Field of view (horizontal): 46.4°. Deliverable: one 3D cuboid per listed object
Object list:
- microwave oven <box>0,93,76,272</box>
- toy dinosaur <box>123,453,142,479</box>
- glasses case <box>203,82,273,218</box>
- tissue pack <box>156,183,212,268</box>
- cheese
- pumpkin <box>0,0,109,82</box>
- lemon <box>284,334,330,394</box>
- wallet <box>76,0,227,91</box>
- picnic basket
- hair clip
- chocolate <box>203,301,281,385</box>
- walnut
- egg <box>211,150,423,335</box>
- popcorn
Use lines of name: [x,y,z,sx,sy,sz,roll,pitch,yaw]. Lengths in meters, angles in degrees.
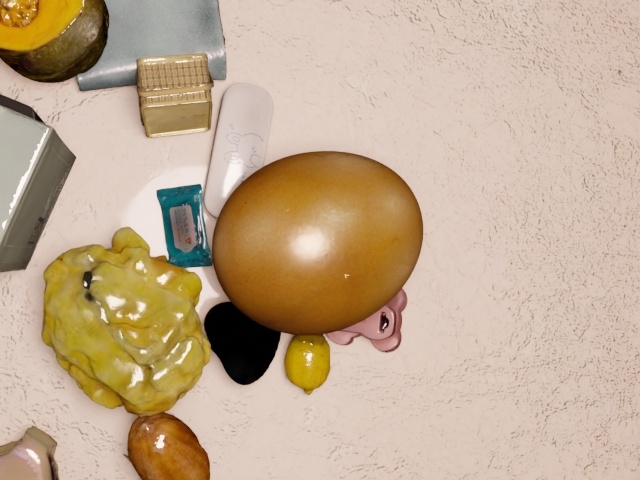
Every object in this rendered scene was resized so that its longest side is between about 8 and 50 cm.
microwave oven: [-0.485,-0.081,1.056,0.181,0.295,0.238,22,84,-11]
toy dinosaur: [-0.288,0.392,1.227,0.113,0.026,0.041,39,74,-18]
glasses case: [-0.138,-0.148,1.255,0.092,0.059,0.234,12,86,-10]
tissue pack: [-0.226,-0.022,1.242,0.085,0.028,0.138,-7,93,15]
cheese: [-0.547,0.374,1.143,0.286,0.082,0.163,-2,88,-12]
pumpkin: [-0.450,-0.401,1.128,0.222,0.139,0.317,-44,84,-1]
lemon: [-0.022,0.207,1.264,0.082,0.082,0.111,6,94,-13]
wallet: [-0.292,-0.397,1.228,0.251,0.054,0.291,-9,91,-11]
picnic basket: [-0.231,-0.227,1.185,0.115,0.164,0.080,-8,82,-13]
hair clip: [0.078,0.136,1.315,0.138,0.102,0.123,1,87,20]
chocolate: [-0.134,0.150,1.239,0.125,0.080,0.149,-37,109,-20]
walnut: [-0.235,0.349,1.186,0.115,0.116,0.207,-34,127,-11]
egg: [0.000,0.000,1.168,0.351,0.282,0.283,-23,94,-31]
popcorn: [-0.295,0.123,1.141,0.286,0.215,0.252,44,86,-5]
